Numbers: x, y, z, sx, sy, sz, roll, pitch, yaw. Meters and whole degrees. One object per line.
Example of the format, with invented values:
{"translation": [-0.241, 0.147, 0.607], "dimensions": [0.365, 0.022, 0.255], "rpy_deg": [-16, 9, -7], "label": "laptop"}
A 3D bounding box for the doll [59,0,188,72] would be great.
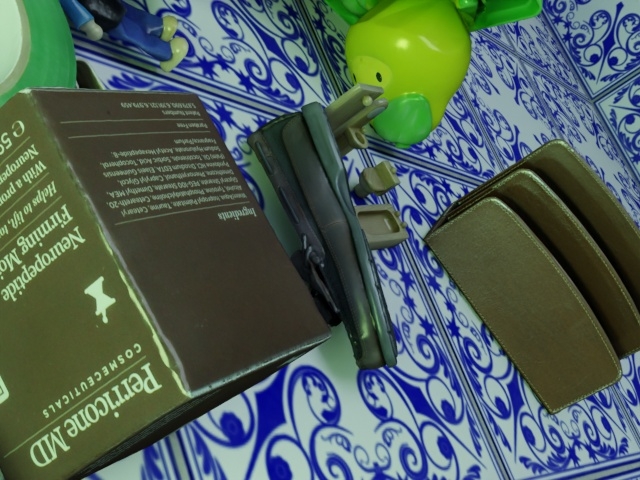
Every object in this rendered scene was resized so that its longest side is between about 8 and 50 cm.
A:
{"translation": [-0.218, -0.231, 0.872], "dimensions": [0.189, 0.046, 0.129], "rpy_deg": [23, 31, -47], "label": "doll"}

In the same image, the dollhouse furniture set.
{"translation": [0.068, -0.083, 1.069], "dimensions": [0.144, 0.123, 0.151], "rpy_deg": [-7, 66, -58], "label": "dollhouse furniture set"}

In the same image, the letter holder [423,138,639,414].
{"translation": [0.326, 0.042, 1.235], "dimensions": [0.302, 0.214, 0.152], "rpy_deg": [54, 28, -4], "label": "letter holder"}

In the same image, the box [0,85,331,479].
{"translation": [-0.136, 0.028, 0.596], "dimensions": [0.203, 0.168, 0.167], "rpy_deg": [60, 28, 9], "label": "box"}

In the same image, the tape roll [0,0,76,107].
{"translation": [-0.322, -0.169, 0.618], "dimensions": [0.321, 0.077, 0.321], "rpy_deg": [37, 33, -29], "label": "tape roll"}

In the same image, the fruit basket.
{"translation": [0.113, -0.335, 1.258], "dimensions": [0.283, 0.392, 0.392], "rpy_deg": [37, 33, -30], "label": "fruit basket"}

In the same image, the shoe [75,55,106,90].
{"translation": [-0.170, -0.051, 0.743], "dimensions": [0.219, 0.058, 0.076], "rpy_deg": [59, 29, 7], "label": "shoe"}

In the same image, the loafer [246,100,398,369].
{"translation": [0.000, 0.000, 0.943], "dimensions": [0.109, 0.095, 0.303], "rpy_deg": [66, 8, -67], "label": "loafer"}
